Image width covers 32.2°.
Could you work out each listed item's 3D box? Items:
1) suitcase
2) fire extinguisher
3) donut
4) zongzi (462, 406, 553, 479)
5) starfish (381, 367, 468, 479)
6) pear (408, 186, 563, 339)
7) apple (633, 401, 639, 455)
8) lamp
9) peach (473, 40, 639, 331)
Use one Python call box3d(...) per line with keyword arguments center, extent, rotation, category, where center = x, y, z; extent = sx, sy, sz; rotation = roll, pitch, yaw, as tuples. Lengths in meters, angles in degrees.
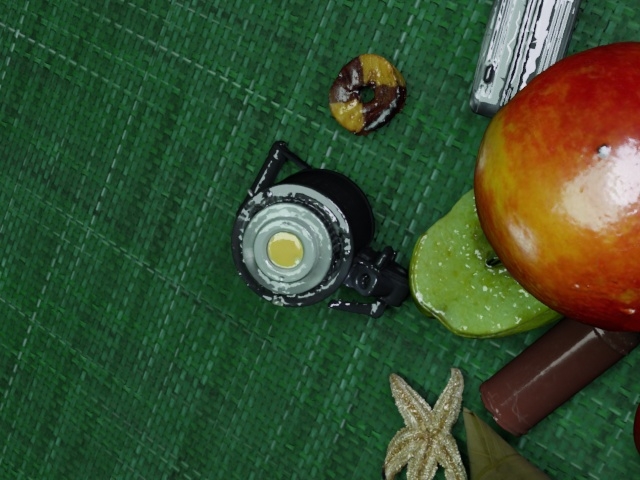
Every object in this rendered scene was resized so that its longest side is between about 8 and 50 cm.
box3d(center=(0.318, -0.323, 1.679), extent=(0.128, 0.202, 0.312), rotation=(15, 99, 9), category="suitcase")
box3d(center=(0.392, 0.150, 1.711), extent=(0.337, 0.106, 0.147), rotation=(-44, 46, 21), category="fire extinguisher")
box3d(center=(0.084, -0.247, 1.895), extent=(0.140, 0.059, 0.141), rotation=(1, 92, 30), category="donut")
box3d(center=(0.366, 0.390, 1.693), extent=(0.273, 0.145, 0.300), rotation=(-5, 70, 0), category="zongzi")
box3d(center=(0.176, 0.320, 1.850), extent=(0.216, 0.071, 0.238), rotation=(35, 101, 19), category="starfish")
box3d(center=(0.271, 0.059, 1.733), extent=(0.255, 0.164, 0.238), rotation=(-45, 71, 30), category="pear")
box3d(center=(0.564, 0.277, 1.529), extent=(0.260, 0.260, 0.216), rotation=(43, 93, 22), category="apple")
box3d(center=(-0.036, -0.014, 1.843), extent=(0.374, 0.272, 0.205), rotation=(37, 106, 24), category="lamp")
box3d(center=(0.396, -0.063, 1.468), extent=(0.388, 0.388, 0.389), rotation=(0, 91, 29), category="peach")
